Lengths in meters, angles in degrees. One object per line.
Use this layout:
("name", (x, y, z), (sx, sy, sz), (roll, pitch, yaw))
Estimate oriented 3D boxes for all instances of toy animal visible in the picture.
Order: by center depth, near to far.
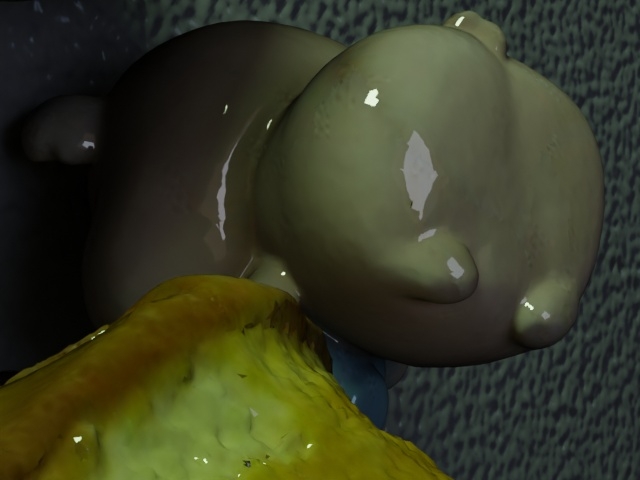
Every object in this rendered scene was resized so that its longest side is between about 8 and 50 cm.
("toy animal", (0.005, -0.020, 0.868), (0.210, 0.221, 0.229), (19, 38, -46))

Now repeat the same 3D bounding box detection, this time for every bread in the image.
("bread", (-0.094, 0.211, 0.674), (0.398, 0.215, 0.398), (-50, 162, -23))

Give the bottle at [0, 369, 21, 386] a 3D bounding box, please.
("bottle", (-0.167, 0.131, 0.799), (0.164, 0.060, 0.060), (-52, 125, -39))
